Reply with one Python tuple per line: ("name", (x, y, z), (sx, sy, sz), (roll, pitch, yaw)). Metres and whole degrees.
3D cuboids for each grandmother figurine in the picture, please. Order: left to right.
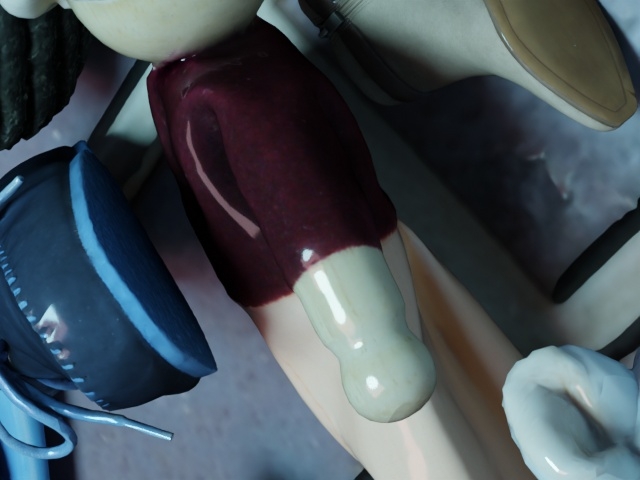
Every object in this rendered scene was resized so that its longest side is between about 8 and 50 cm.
("grandmother figurine", (0.000, 0.000, 0.653), (0.342, 0.104, 0.208), (61, 164, -15))

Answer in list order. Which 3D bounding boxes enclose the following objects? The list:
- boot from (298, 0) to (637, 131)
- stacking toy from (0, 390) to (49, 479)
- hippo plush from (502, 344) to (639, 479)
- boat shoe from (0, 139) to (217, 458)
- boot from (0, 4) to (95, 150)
("boot", (0.043, -0.068, 0.649), (0.118, 0.042, 0.087), (54, 143, 5))
("stacking toy", (-0.275, 0.138, 0.857), (0.175, 0.302, 0.165), (20, 126, 34))
("hippo plush", (0.134, -0.007, 0.454), (0.234, 0.236, 0.294), (44, 135, 13))
("boat shoe", (-0.096, 0.027, 0.699), (0.109, 0.089, 0.258), (60, 175, -5))
("boot", (-0.217, -0.142, 0.638), (0.260, 0.348, 0.131), (116, 147, -40))
